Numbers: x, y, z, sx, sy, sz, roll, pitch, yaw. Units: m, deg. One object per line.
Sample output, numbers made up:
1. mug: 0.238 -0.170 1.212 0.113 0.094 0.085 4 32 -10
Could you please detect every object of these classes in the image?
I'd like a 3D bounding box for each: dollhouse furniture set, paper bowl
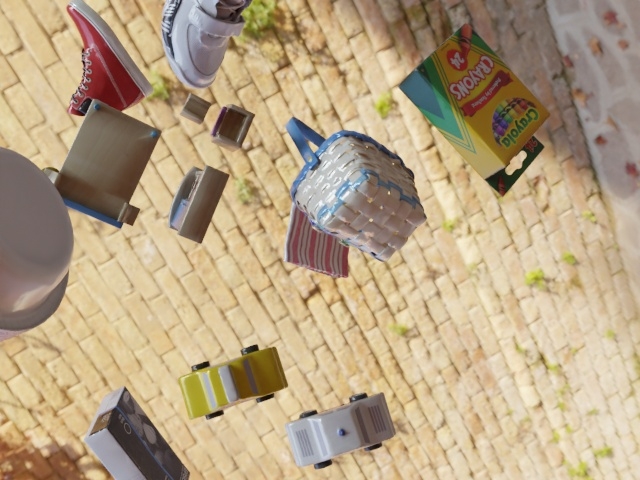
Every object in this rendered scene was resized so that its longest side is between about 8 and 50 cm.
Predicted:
1. dollhouse furniture set: -0.329 -0.163 1.366 0.304 0.286 0.198 23 178 -18
2. paper bowl: -0.440 -0.011 0.967 0.284 0.148 0.284 56 -160 -33

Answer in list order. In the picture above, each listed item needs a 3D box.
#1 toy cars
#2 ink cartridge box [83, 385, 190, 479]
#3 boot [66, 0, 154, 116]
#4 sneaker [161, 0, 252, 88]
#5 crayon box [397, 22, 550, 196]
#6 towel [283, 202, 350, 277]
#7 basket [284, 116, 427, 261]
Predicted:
1. toy cars: -0.060 0.289 1.278 0.394 0.176 0.087 22 173 3
2. ink cartridge box: -0.361 0.483 1.559 0.332 0.065 0.165 60 -172 -19
3. boot: -0.490 -0.362 1.543 0.244 0.176 0.088 57 169 -26
4. sneaker: -0.171 -0.440 1.339 0.210 0.137 0.365 31 117 40
5. crayon box: 0.339 -0.272 1.529 0.318 0.202 0.081 46 149 -3
6. towel: 0.000 0.000 1.677 0.029 0.144 0.197 -7 162 45
7. basket: 0.056 -0.112 1.436 0.255 0.201 0.289 29 -154 -33
